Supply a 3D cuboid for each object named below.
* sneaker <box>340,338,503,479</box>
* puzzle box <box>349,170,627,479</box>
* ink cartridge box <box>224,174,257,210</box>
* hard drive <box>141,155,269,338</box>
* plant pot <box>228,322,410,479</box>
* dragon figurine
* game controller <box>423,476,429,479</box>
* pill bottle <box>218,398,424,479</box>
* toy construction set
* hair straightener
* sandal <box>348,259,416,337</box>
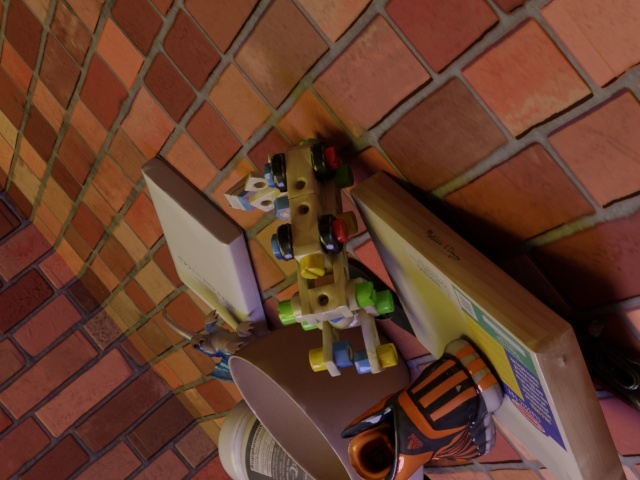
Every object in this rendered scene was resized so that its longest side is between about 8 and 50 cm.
[{"bbox_3d":[0.112,0.226,1.714,0.124,0.180,0.321,53,170,22],"label":"sneaker"},{"bbox_3d":[0.190,0.110,1.647,0.409,0.052,0.272,45,164,52],"label":"puzzle box"},{"bbox_3d":[-0.110,-0.071,2.119,0.028,0.048,0.083,57,160,-20],"label":"ink cartridge box"},{"bbox_3d":[-0.199,0.026,2.530,0.233,0.047,0.353,40,160,27],"label":"hard drive"},{"bbox_3d":[0.023,0.225,2.160,0.284,0.191,0.284,43,160,19],"label":"plant pot"},{"bbox_3d":[-0.161,0.201,2.569,0.289,0.085,0.144,7,147,29],"label":"dragon figurine"},{"bbox_3d":[0.138,0.432,2.540,0.319,0.067,0.166,39,145,30],"label":"game controller"},{"bbox_3d":[-0.009,0.372,2.440,0.361,0.204,0.204,7,134,54],"label":"pill bottle"},{"bbox_3d":[0.000,0.000,1.799,0.215,0.151,0.328,52,-167,-58],"label":"toy construction set"},{"bbox_3d":[0.297,0.130,1.543,0.230,0.047,0.089,43,161,38],"label":"hair straightener"},{"bbox_3d":[0.076,0.086,2.000,0.179,0.040,0.067,37,158,34],"label":"sandal"}]
